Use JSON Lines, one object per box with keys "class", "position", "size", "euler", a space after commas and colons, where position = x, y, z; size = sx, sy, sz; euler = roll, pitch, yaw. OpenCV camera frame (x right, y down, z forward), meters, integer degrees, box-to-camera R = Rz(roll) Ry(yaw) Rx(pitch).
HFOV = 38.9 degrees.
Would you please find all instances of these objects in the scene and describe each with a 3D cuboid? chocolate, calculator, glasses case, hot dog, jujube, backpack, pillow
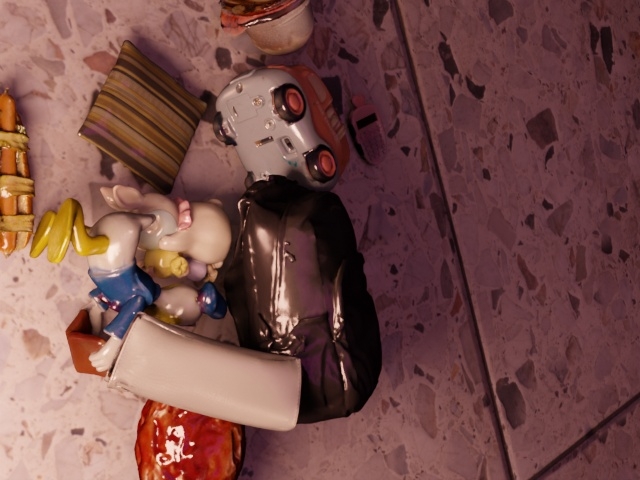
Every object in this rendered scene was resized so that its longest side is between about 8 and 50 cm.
{"class": "chocolate", "position": [-0.088, -0.442, 1.814], "size": [0.221, 0.221, 0.147], "euler": [-53, 137, -35]}
{"class": "calculator", "position": [0.105, -0.251, 2.051], "size": [0.103, 0.024, 0.166], "euler": [-31, 106, -41]}
{"class": "glasses case", "position": [-0.180, 0.212, 1.446], "size": [0.308, 0.083, 0.128], "euler": [18, 82, -13]}
{"class": "hot dog", "position": [-0.500, -0.105, 1.421], "size": [0.109, 0.072, 0.270], "euler": [3, 83, -59]}
{"class": "jujube", "position": [-0.221, 0.362, 1.540], "size": [0.197, 0.197, 0.290], "euler": [15, 73, -41]}
{"class": "backpack", "position": [-0.037, 0.098, 1.650], "size": [0.363, 0.254, 0.446], "euler": [-24, 108, -75]}
{"class": "pillow", "position": [-0.315, -0.220, 1.634], "size": [0.208, 0.052, 0.212], "euler": [37, 62, -36]}

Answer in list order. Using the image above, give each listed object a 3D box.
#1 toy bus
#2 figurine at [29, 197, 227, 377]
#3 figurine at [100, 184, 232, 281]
{"class": "toy bus", "position": [-0.055, -0.222, 1.790], "size": [0.232, 0.194, 0.288], "euler": [-45, 114, -46]}
{"class": "figurine", "position": [-0.301, 0.098, 1.469], "size": [0.338, 0.204, 0.284], "euler": [15, 95, -30]}
{"class": "figurine", "position": [-0.279, -0.014, 1.591], "size": [0.235, 0.127, 0.155], "euler": [12, 95, -39]}
